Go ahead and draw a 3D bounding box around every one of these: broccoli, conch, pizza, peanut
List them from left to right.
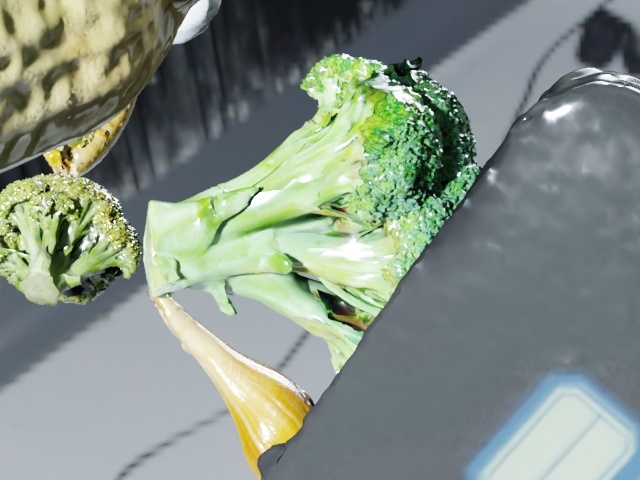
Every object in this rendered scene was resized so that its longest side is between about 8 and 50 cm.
[{"bbox_3d":[-0.115,-0.064,0.650,0.093,0.083,0.194,-15,11,44],"label":"peanut"},{"bbox_3d":[-0.277,-0.176,2.000,0.062,0.199,0.188,-28,36,51],"label":"pizza"},{"bbox_3d":[-0.223,0.002,1.654,0.130,0.131,0.120,-25,34,28],"label":"broccoli"},{"bbox_3d":[-0.067,0.164,2.065,0.093,0.330,0.109,-32,3,13],"label":"conch"},{"bbox_3d":[0.000,0.000,1.437,0.269,0.269,0.254,-19,12,-11],"label":"broccoli"}]

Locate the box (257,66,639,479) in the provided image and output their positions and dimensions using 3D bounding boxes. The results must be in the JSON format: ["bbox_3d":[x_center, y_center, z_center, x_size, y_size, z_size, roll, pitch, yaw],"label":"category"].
[{"bbox_3d":[0.166,0.134,0.965,0.350,0.359,0.091,37,25,6],"label":"box"}]

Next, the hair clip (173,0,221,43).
[{"bbox_3d":[-0.068,-0.212,1.080,0.146,0.075,0.257,40,98,30],"label":"hair clip"}]
